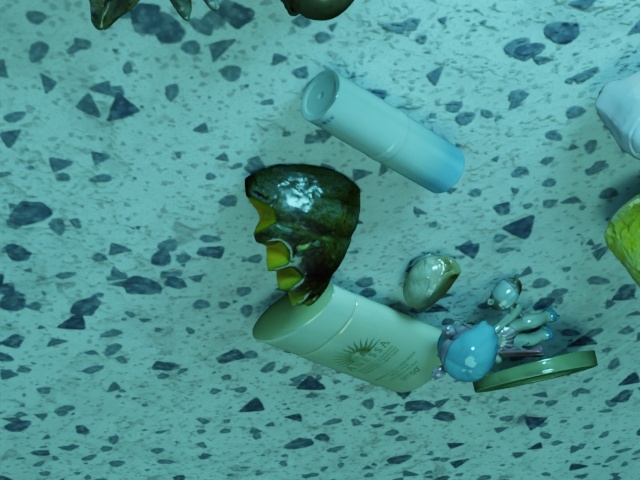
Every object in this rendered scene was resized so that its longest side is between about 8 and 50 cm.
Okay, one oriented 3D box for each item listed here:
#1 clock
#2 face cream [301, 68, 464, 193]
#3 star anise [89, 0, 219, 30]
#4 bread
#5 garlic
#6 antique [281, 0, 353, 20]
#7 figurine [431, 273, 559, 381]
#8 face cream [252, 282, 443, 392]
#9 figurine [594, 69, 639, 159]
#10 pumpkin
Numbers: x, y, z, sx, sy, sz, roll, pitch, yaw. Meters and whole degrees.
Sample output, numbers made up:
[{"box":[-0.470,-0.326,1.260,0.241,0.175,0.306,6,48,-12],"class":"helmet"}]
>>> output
[{"box":[0.399,0.245,2.055,0.235,0.029,0.235,-11,167,-3],"class":"clock"},{"box":[0.089,-0.144,1.496,0.250,0.077,0.077,27,132,-37],"class":"face cream"},{"box":[-0.156,-0.353,1.136,0.292,0.109,0.349,28,129,-26],"class":"star anise"},{"box":[0.552,0.005,1.710,0.197,0.170,0.197,-16,148,-10],"class":"bread"},{"box":[0.175,0.080,1.827,0.084,0.066,0.152,8,139,-24],"class":"garlic"},{"box":[0.050,-0.330,1.187,0.257,0.143,0.121,-25,142,26],"class":"antique"},{"box":[0.317,0.159,1.900,0.260,0.103,0.205,-10,134,-32],"class":"figurine"},{"box":[0.066,0.168,1.914,0.348,0.081,0.173,25,128,-37],"class":"face cream"},{"box":[0.512,-0.175,1.492,0.276,0.133,0.200,-4,132,-12],"class":"figurine"},{"box":[0.000,0.000,1.635,0.149,0.130,0.254,-17,141,14],"class":"pumpkin"}]
